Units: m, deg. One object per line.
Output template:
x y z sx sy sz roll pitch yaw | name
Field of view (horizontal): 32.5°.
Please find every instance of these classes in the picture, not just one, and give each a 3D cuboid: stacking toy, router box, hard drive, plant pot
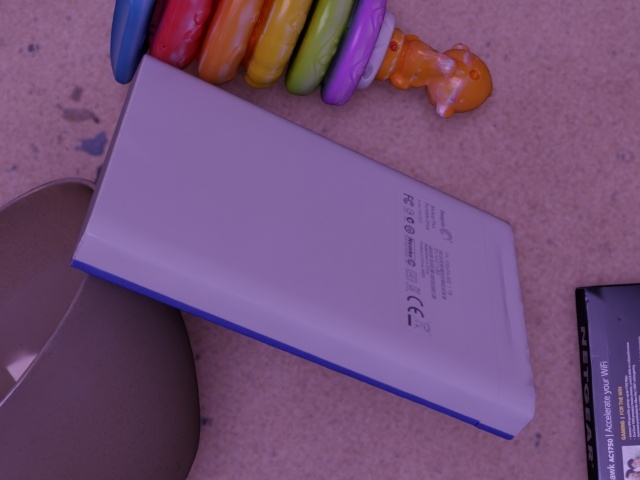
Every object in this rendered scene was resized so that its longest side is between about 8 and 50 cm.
-0.003 -0.171 0.865 0.302 0.166 0.175 20 69 -8 | stacking toy
0.277 0.121 0.870 0.133 0.046 0.179 -3 86 3 | router box
0.000 0.000 0.777 0.318 0.210 0.040 23 127 -15 | hard drive
-0.198 0.122 0.804 0.284 0.284 0.191 -44 120 -1 | plant pot
